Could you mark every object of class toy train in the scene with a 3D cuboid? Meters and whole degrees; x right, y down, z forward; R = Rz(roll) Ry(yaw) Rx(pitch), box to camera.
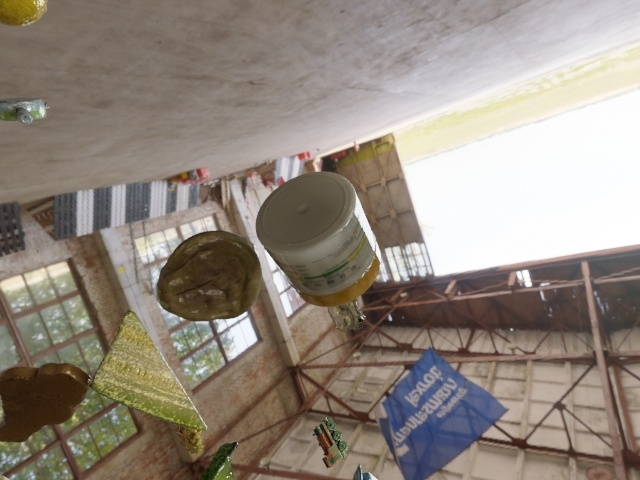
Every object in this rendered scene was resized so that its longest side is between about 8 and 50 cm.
[{"bbox_3d":[0.036,0.845,1.717,0.118,0.176,0.074,-21,158,-33],"label":"toy train"}]

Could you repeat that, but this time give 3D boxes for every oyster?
[{"bbox_3d":[0.092,0.206,1.341,0.081,0.163,0.191,-31,154,-40],"label":"oyster"}]

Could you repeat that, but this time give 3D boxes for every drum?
[{"bbox_3d":[-0.758,-0.316,1.004,0.130,0.049,0.253,-8,-154,-20],"label":"drum"}]

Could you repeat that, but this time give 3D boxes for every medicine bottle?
[{"bbox_3d":[0.000,0.000,0.949,0.238,0.232,0.238,-13,-130,15],"label":"medicine bottle"}]

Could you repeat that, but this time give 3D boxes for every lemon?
[{"bbox_3d":[-0.350,-0.283,0.466,0.092,0.065,0.065,-39,-165,-24],"label":"lemon"}]

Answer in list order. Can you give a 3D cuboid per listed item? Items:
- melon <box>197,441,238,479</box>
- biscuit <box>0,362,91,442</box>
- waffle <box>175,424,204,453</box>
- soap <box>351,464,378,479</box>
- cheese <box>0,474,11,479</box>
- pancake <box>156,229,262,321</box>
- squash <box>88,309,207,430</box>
[{"bbox_3d":[-0.163,0.437,0.611,0.114,0.262,0.053,14,177,-29],"label":"melon"},{"bbox_3d":[-0.681,0.385,0.973,0.320,0.183,0.047,-51,-159,21],"label":"biscuit"},{"bbox_3d":[-0.413,0.551,1.222,0.051,0.194,0.149,-30,169,-43],"label":"waffle"},{"bbox_3d":[0.182,0.709,1.002,0.077,0.293,0.156,-47,-178,9],"label":"soap"},{"bbox_3d":[-0.652,0.495,0.693,0.259,0.316,0.128,-26,-143,-23],"label":"cheese"},{"bbox_3d":[-0.282,0.105,1.083,0.294,0.294,0.049,-19,-147,-9],"label":"pancake"},{"bbox_3d":[-0.387,0.323,1.016,0.111,0.288,0.203,-34,-146,63],"label":"squash"}]
